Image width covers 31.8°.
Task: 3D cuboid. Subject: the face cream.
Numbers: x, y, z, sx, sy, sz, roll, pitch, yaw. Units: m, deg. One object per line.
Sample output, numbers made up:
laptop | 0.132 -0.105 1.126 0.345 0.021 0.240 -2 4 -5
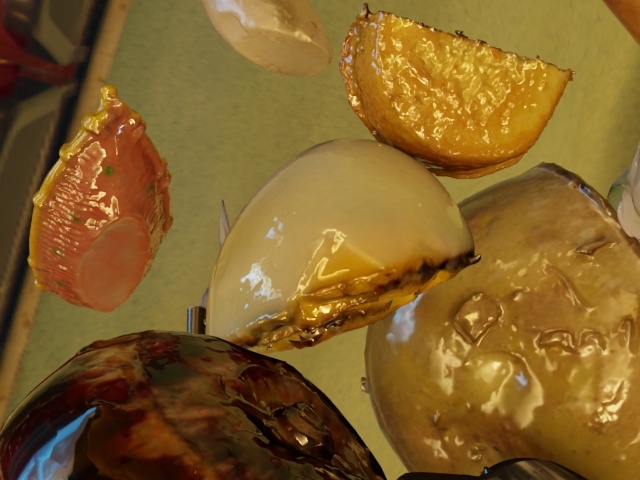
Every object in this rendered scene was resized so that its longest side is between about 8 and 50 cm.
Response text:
face cream | -0.134 0.060 1.555 0.070 0.114 0.224 -1 134 -13

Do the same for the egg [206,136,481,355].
egg | -0.002 0.001 1.069 0.264 0.286 0.174 -26 89 48

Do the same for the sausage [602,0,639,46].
sausage | 0.343 -0.187 0.995 0.109 0.109 0.270 -42 63 11

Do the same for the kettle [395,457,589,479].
kettle | 0.200 0.315 1.018 0.250 0.271 0.207 -15 125 -9

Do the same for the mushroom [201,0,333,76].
mushroom | -0.104 -0.349 1.613 0.128 0.128 0.350 -44 63 11

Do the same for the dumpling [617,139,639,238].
dumpling | 0.246 -0.042 0.633 0.136 0.118 0.199 41 144 7

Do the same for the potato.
potato | 0.230 0.173 1.295 0.319 0.385 0.442 -32 86 -7

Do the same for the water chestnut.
water chestnut | -0.079 0.206 0.638 0.299 0.300 0.300 1 93 12

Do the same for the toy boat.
toy boat | -0.208 -0.013 1.066 0.141 0.318 0.099 -15 64 -24

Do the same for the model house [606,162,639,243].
model house | 0.514 -0.026 1.446 0.251 0.329 0.295 9 118 22

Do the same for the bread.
bread | 0.127 -0.139 1.114 0.228 0.143 0.140 16 84 -8

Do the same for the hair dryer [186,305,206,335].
hair dryer | -0.132 0.109 1.460 0.083 0.026 0.047 -2 68 -1
